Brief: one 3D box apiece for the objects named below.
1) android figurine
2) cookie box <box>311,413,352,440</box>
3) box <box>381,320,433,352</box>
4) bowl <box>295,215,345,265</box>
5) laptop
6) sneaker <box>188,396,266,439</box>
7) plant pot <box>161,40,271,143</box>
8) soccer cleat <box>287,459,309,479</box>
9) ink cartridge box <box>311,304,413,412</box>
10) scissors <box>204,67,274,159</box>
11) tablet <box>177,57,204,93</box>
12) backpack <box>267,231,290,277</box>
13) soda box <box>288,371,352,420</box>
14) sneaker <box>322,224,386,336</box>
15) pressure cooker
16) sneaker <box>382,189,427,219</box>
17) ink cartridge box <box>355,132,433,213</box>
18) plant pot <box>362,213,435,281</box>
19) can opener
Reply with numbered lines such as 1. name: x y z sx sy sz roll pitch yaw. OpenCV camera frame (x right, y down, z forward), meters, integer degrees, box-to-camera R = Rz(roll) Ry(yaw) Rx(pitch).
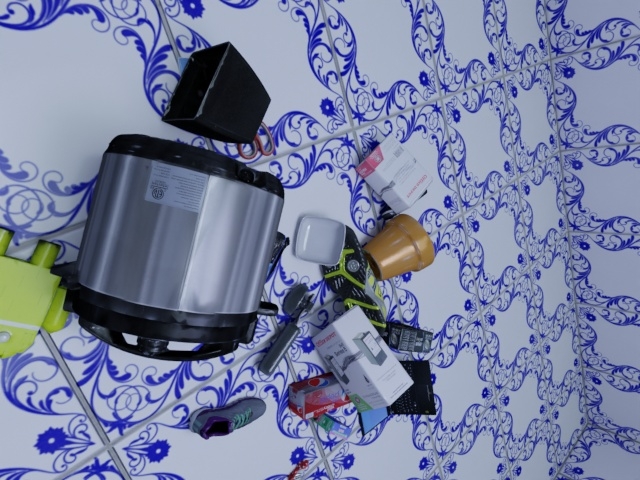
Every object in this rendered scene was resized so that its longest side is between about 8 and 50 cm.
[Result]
1. android figurine: -0.625 0.116 0.777 0.248 0.056 0.272 27 76 -36
2. cookie box: 0.032 0.591 1.292 0.092 0.107 0.040 40 70 -33
3. box: 0.289 0.344 1.443 0.180 0.147 0.077 16 84 -38
4. bowl: 0.000 0.000 1.219 0.142 0.053 0.141 11 88 1
5. laptop: 0.273 0.573 1.457 0.136 0.265 0.234 -48 129 -68
6. sneaker: -0.233 0.491 1.084 0.224 0.098 0.083 0 94 -37
7. plant pot: -0.233 -0.327 0.956 0.167 0.188 0.187 27 83 -43
8. soccer cleat: -0.068 0.738 1.280 0.083 0.029 0.035 -39 125 -25
9. ink cartridge box: 0.115 0.358 1.208 0.115 0.198 0.272 -28 76 -32
10. scissors: -0.218 -0.356 1.070 0.109 0.021 0.296 -31 110 -22
11. tablet: -0.320 -0.407 0.991 0.054 0.006 0.083 -13 103 -32
12. backpack: -0.179 0.039 1.058 0.117 0.158 0.173 23 92 -28
13. soda box: 0.029 0.484 1.289 0.264 0.092 0.083 -2 95 -37
14. sneaker: 0.111 0.129 1.317 0.147 0.145 0.384 -41 115 -70
15. pressure cooker: -0.291 0.034 0.818 0.376 0.370 0.419 15 87 -58
16. sneaker: 0.289 -0.159 1.458 0.235 0.084 0.097 -35 90 -31
17. ink cartridge box: 0.250 -0.223 1.353 0.218 0.092 0.158 45 66 -5
18. plant pot: 0.248 0.040 1.367 0.188 0.205 0.205 -29 112 -16
19. can opener: -0.102 0.264 1.195 0.093 0.074 0.280 30 71 0
